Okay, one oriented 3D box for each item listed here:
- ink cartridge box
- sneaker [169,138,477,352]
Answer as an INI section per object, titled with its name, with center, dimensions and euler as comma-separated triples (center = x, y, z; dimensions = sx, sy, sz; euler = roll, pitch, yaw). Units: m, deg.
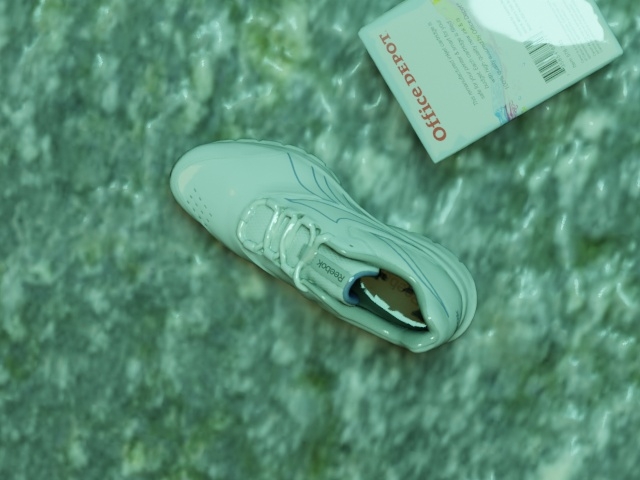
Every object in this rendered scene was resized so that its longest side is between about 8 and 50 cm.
[ink cartridge box]
center = 0.140, -0.164, 1.085
dimensions = 0.176, 0.127, 0.128
euler = -29, 93, 11
[sneaker]
center = 0.000, 0.000, 1.131
dimensions = 0.297, 0.129, 0.111
euler = 27, 103, 6
